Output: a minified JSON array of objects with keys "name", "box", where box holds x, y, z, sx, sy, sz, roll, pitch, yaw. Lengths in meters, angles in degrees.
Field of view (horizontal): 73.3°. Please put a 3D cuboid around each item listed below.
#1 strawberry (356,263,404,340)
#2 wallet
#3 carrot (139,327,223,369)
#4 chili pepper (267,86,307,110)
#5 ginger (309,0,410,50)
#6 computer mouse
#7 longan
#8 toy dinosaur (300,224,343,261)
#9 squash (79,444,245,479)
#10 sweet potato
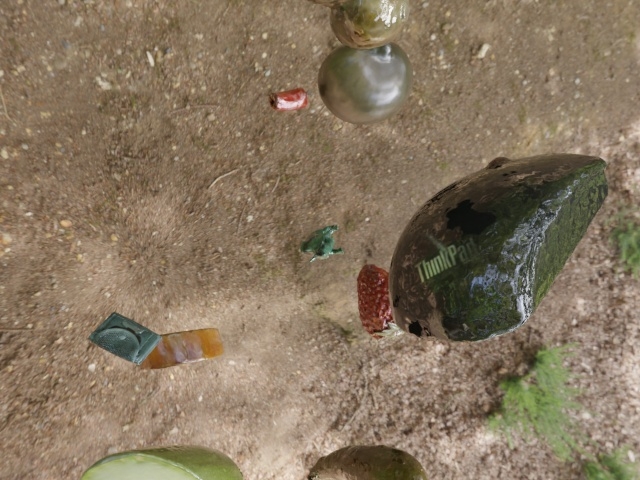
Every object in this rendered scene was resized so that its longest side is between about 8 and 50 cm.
[{"name":"strawberry","box":[0.202,0.182,1.373,0.205,0.205,0.245,-11,61,-22]},{"name":"wallet","box":[-0.429,0.213,0.947,0.129,0.026,0.088,25,41,6]},{"name":"carrot","box":[-0.438,0.338,1.355,0.257,0.307,0.100,-7,78,4]},{"name":"chili pepper","box":[-0.097,-0.442,1.352,0.123,0.073,0.071,-17,85,-27]},{"name":"ginger","box":[0.031,-0.345,0.421,0.244,0.304,0.155,42,70,9]},{"name":"computer mouse","box":[0.169,-0.015,0.451,0.269,0.170,0.100,-41,114,-29]},{"name":"longan","box":[0.139,-0.489,1.318,0.299,0.300,0.244,-13,70,-22]},{"name":"toy dinosaur","box":[0.016,-0.004,1.270,0.119,0.292,0.080,-14,104,18]},{"name":"squash","box":[-0.223,0.396,0.617,0.189,0.261,0.190,-3,68,7]},{"name":"sweet potato","box":[0.106,0.548,1.022,0.130,0.422,0.131,12,68,-30]}]
